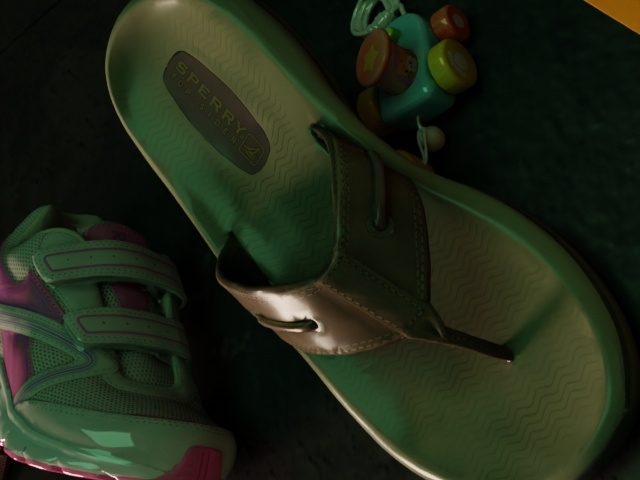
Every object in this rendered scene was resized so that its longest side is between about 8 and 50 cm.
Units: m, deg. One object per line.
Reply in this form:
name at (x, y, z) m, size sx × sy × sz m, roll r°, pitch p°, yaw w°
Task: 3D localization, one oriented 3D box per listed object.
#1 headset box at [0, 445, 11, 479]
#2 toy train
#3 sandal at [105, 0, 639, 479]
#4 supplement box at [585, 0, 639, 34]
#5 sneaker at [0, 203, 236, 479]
headset box at (-0.213, 0.110, 0.899) m, size 0.062 × 0.032 × 0.083 m, roll 4°, pitch 80°, yaw 49°
toy train at (0.008, -0.046, 0.701) m, size 0.125 × 0.046 × 0.166 m, roll 24°, pitch 94°, yaw 50°
sandal at (-0.002, 0.000, 0.614) m, size 0.303 × 0.086 × 0.120 m, roll 42°, pitch 112°, yaw 22°
supplement box at (0.137, -0.180, 0.494) m, size 0.129 × 0.191 × 0.194 m, roll -30°, pitch 53°, yaw 37°
sneaker at (-0.119, 0.049, 0.763) m, size 0.252 × 0.103 × 0.111 m, roll 31°, pitch 101°, yaw 49°
